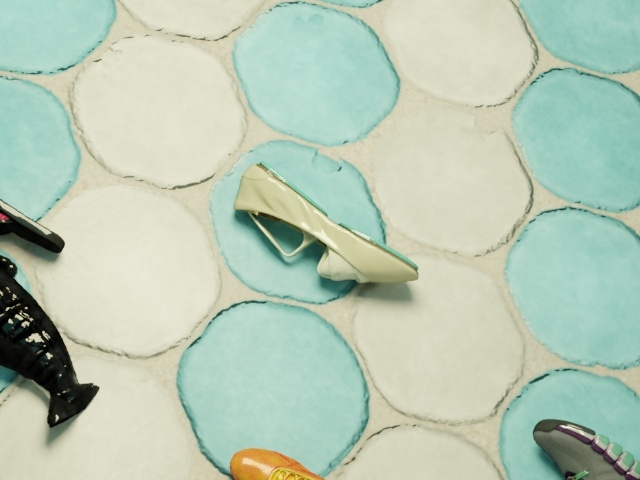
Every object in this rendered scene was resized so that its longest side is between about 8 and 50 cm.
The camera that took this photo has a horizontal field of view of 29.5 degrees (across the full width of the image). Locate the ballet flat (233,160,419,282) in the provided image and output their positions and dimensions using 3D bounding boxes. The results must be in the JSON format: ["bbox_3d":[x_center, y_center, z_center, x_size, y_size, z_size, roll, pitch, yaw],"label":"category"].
[{"bbox_3d":[0.000,0.000,1.481,0.248,0.086,0.086,34,61,7],"label":"ballet flat"}]

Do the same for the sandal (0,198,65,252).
[{"bbox_3d":[-0.381,-0.027,1.406,0.179,0.067,0.040,31,72,0],"label":"sandal"}]

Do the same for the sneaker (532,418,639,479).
[{"bbox_3d":[0.332,0.296,1.401,0.224,0.083,0.098,33,66,3],"label":"sneaker"}]

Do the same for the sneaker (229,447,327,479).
[{"bbox_3d":[-0.017,0.273,1.337,0.175,0.067,0.064,25,63,2],"label":"sneaker"}]

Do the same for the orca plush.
[{"bbox_3d":[-0.370,0.085,1.327,0.151,0.102,0.287,-33,75,-25],"label":"orca plush"}]
